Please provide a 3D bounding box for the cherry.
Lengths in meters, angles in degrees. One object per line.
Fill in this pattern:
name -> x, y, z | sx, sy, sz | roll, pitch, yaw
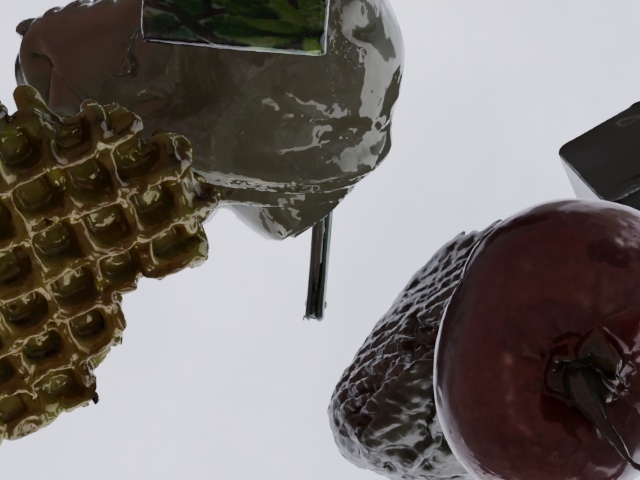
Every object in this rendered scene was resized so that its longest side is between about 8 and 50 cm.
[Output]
cherry -> 0.083, 0.042, 0.470 | 0.087, 0.126, 0.106 | 24, -106, 8

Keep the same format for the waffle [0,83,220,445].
waffle -> -0.190, 0.025, 0.899 | 0.056, 0.249, 0.253 | 36, -66, 53

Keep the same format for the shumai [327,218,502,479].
shumai -> 0.181, 0.157, 1.258 | 0.346, 0.283, 0.217 | -39, -163, 39

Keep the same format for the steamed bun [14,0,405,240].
steamed bun -> -0.090, -0.104, 1.155 | 0.324, 0.310, 0.219 | -8, -87, -9

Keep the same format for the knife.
knife -> 0.000, 0.000, 1.335 | 0.023, 0.044, 0.162 | 4, -88, 0

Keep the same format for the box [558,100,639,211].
box -> 0.370, -0.051, 1.516 | 0.163, 0.135, 0.243 | -29, -157, 5

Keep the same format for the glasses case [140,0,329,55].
glasses case -> -0.033, -0.231, 0.665 | 0.095, 0.062, 0.272 | 5, -80, -1
